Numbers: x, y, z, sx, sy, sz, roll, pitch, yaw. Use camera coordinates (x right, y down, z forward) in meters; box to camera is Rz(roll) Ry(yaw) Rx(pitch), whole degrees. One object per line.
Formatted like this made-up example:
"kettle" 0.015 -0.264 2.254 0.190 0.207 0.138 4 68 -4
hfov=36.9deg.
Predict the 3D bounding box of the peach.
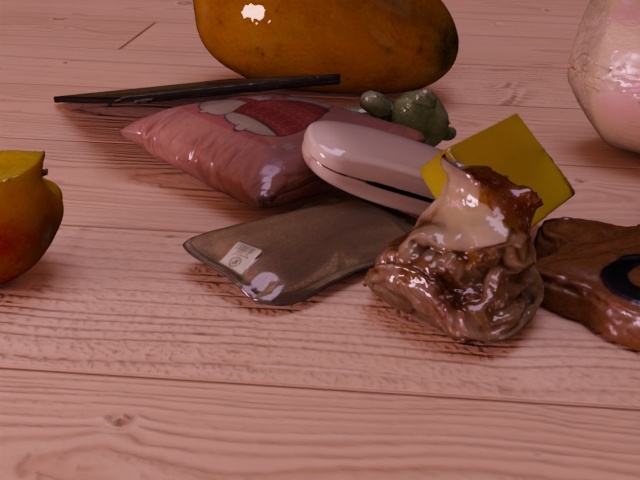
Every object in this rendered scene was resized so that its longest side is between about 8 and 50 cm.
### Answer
"peach" -0.269 -0.016 0.726 0.151 0.119 0.151 9 -15 2

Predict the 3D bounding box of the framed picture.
"framed picture" -0.162 -0.180 1.150 0.255 0.014 0.338 -10 11 -24

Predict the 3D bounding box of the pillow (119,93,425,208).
"pillow" -0.049 -0.099 0.976 0.236 0.084 0.223 21 30 41

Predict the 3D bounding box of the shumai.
"shumai" 0.104 -0.001 0.711 0.145 0.116 0.145 1 24 0

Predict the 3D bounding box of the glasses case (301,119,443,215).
"glasses case" 0.079 -0.061 0.878 0.204 0.051 0.081 16 28 -18

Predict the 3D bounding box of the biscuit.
"biscuit" 0.285 0.030 0.749 0.208 0.041 0.290 -14 28 -35

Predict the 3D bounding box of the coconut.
"coconut" 0.408 -0.191 1.059 0.227 0.227 0.230 -20 32 -41

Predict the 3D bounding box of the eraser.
"eraser" 0.158 -0.050 0.845 0.122 0.097 0.045 -29 -7 -43

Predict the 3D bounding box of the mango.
"mango" 0.009 -0.308 1.318 0.377 0.221 0.264 19 22 12

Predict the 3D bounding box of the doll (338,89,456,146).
"doll" 0.075 -0.127 1.089 0.150 0.078 0.115 3 -17 31

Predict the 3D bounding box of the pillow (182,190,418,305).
"pillow" 0.000 0.001 0.806 0.217 0.033 0.130 -18 38 -42
